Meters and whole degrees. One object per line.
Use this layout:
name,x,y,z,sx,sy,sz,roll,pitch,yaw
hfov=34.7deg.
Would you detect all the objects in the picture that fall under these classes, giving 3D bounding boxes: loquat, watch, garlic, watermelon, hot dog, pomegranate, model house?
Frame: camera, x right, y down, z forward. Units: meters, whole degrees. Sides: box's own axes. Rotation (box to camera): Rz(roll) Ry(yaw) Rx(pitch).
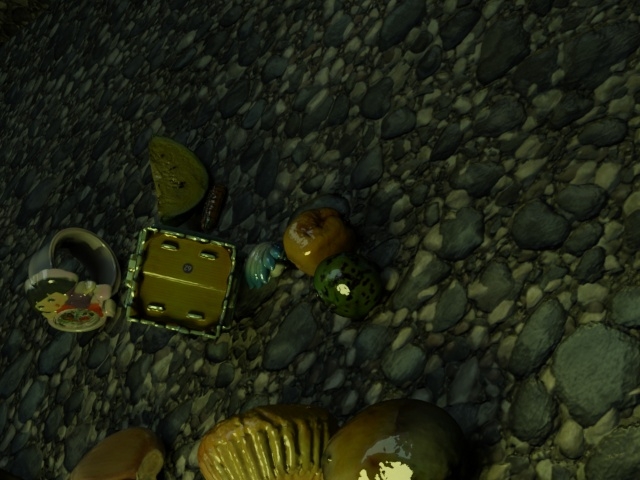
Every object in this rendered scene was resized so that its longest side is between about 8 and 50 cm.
loquat,0.000,0.000,1.882,0.137,0.137,0.113,-60,8,-4
watch,-0.592,0.075,2.446,0.196,0.244,0.231,-31,50,34
garlic,-0.393,0.472,2.014,0.228,0.110,0.217,-10,44,34
watermelon,-0.338,-0.134,2.398,0.123,0.129,0.301,-43,42,24
hot dog,-0.247,-0.077,2.322,0.049,0.037,0.122,-18,48,47
pomegranate,0.056,0.066,1.782,0.122,0.122,0.161,-21,20,41
loquat,0.108,0.316,1.457,0.227,0.179,0.179,-31,42,29
model house,-0.263,0.079,1.994,0.215,0.224,0.198,-166,87,-85

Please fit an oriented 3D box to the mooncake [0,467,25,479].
mooncake,-0.767,0.643,2.284,0.290,0.161,0.290,-32,43,35

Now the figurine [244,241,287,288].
figurine,-0.111,0.053,2.024,0.114,0.079,0.114,-54,21,32

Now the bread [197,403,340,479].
bread,-0.077,0.345,1.614,0.240,0.240,0.139,-31,56,33
